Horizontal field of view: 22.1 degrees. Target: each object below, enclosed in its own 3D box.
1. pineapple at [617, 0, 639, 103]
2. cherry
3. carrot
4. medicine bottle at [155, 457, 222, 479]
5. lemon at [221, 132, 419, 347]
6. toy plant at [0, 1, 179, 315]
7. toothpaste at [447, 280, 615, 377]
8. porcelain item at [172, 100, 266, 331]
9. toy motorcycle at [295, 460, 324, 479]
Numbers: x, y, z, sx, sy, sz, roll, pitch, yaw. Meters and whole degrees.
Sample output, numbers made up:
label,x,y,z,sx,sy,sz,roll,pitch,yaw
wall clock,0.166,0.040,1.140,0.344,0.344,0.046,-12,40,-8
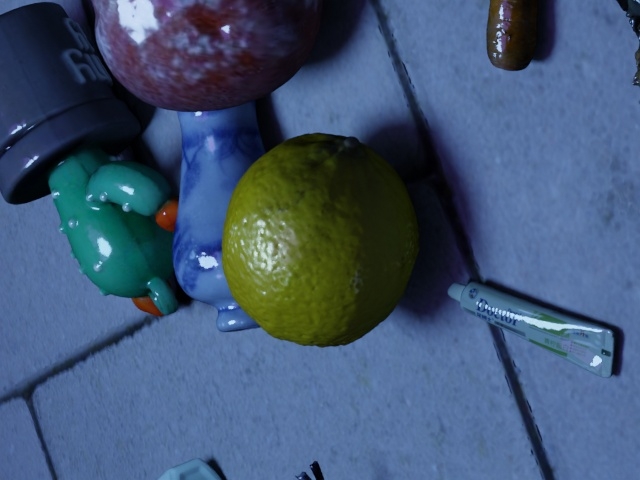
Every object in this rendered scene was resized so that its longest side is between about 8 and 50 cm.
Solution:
label,x,y,z,sx,sy,sz,roll,pitch,yaw
pineapple,0.269,-0.177,1.271,0.125,0.125,0.251,-48,59,48
cherry,-0.127,-0.251,1.662,0.285,0.213,0.236,8,126,26
carrot,0.171,-0.241,1.422,0.047,0.047,0.191,22,115,47
medicine bottle,-0.188,0.370,2.063,0.121,0.083,0.229,61,142,14
lemon,0.000,0.000,1.600,0.192,0.192,0.231,44,133,34
toy plant,-0.279,-0.082,1.943,0.279,0.185,0.400,-35,80,45
toothpaste,0.192,0.074,1.514,0.197,0.029,0.048,23,120,43
porcelain item,-0.095,-0.032,1.769,0.141,0.141,0.259,-14,81,53
toy motorcycle,0.058,0.398,1.723,0.213,0.125,0.358,33,127,44
